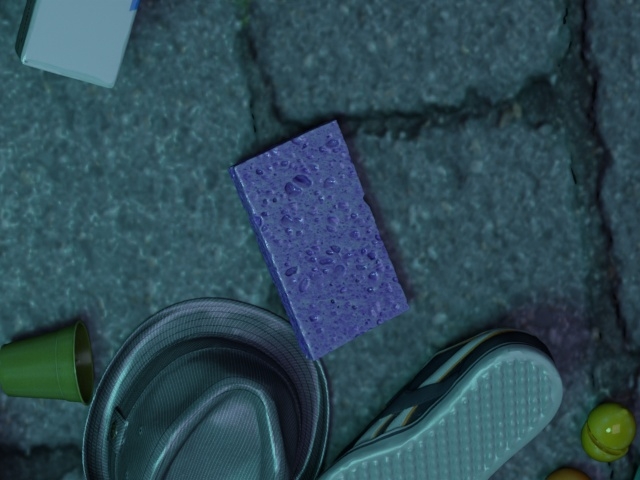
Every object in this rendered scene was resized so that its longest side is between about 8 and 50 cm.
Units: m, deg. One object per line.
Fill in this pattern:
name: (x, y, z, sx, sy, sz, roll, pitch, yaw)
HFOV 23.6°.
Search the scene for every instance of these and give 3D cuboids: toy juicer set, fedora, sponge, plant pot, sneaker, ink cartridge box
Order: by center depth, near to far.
ink cartridge box: (-0.211, -0.221, 1.358, 0.086, 0.203, 0.148, 15, 97, -14)
plant pot: (-0.266, 0.122, 1.474, 0.079, 0.083, 0.083, -7, 101, 3)
fedora: (-0.105, 0.203, 1.487, 0.243, 0.124, 0.275, 25, 94, -14)
sponge: (0.000, 0.000, 1.509, 0.117, 0.031, 0.210, -25, 101, -18)
sneaker: (0.108, 0.210, 1.533, 0.321, 0.127, 0.126, -39, 100, 11)
toy juicer set: (0.376, 0.236, 1.607, 0.329, 0.089, 0.209, -37, 91, 6)
